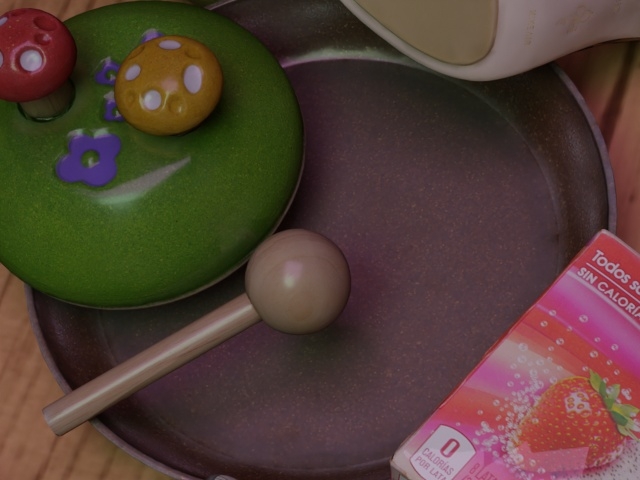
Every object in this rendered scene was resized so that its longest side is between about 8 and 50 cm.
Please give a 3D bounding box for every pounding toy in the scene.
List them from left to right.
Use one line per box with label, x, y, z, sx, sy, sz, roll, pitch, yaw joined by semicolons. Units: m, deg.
pounding toy;-0.098;-0.047;0.990;0.183;0.110;0.237;-21;59;-1

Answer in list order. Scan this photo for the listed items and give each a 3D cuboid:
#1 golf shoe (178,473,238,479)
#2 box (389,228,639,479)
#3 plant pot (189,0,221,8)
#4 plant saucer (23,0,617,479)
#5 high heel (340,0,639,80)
golf shoe;-0.056;0.203;0.934;0.086;0.069;0.176;-25;66;47
box;0.184;0.159;0.829;0.300;0.154;0.142;39;72;18
plant pot;-0.051;-0.265;1.077;0.276;0.254;0.276;-5;59;8
plant saucer;0.000;0.000;1.036;0.311;0.050;0.310;-5;59;8
high heel;0.109;-0.158;1.049;0.261;0.093;0.186;20;33;3
